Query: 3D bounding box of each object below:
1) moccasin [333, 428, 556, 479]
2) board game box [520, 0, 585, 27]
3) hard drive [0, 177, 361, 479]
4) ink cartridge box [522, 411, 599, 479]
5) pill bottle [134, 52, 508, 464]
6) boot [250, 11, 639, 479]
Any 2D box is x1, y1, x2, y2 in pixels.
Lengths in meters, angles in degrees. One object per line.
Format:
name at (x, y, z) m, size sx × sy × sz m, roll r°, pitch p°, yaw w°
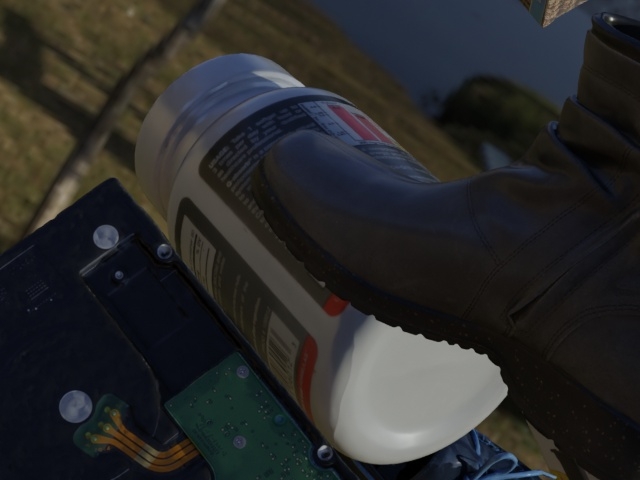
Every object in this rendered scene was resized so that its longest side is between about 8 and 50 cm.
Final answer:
moccasin at (0.097, 0.223, 1.640) m, size 0.342 × 0.138 × 0.117 m, roll 29°, pitch -13°, yaw 4°
board game box at (0.301, -0.464, 2.211) m, size 0.291 × 0.232 × 0.141 m, roll 54°, pitch -14°, yaw 20°
hard drive at (-0.128, 0.155, 1.133) m, size 0.339 × 0.237 × 0.064 m, roll 49°, pitch -13°, yaw 15°
ink cartridge box at (0.360, 0.216, 1.870) m, size 0.226 × 0.131 × 0.306 m, roll -41°, pitch 111°, yaw -40°
pill bottle at (0.000, 0.000, 1.434) m, size 0.210 × 0.210 × 0.363 m, roll 14°, pitch 23°, yaw -43°
boot at (0.125, -0.036, 0.978) m, size 0.338 × 0.223 × 0.118 m, roll 33°, pitch 29°, yaw 24°
